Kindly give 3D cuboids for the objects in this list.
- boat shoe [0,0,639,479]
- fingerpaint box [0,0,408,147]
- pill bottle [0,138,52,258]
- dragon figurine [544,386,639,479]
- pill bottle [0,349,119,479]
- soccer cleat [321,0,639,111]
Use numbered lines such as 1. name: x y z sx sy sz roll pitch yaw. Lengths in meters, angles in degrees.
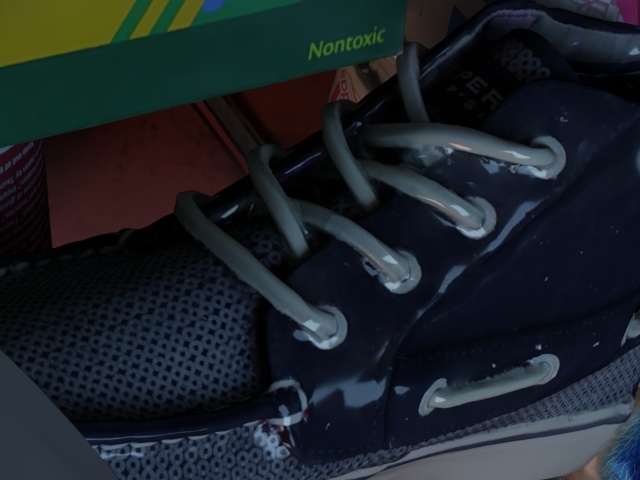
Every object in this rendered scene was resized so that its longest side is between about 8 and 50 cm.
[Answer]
1. boat shoe: 0.000 0.000 0.564 0.341 0.127 0.158 -7 132 -46
2. fingerpaint box: -0.172 -0.190 0.379 0.445 0.163 0.371 -16 128 -33
3. pill bottle: -0.132 -0.007 0.609 0.086 0.086 0.152 -22 131 -29
4. dragon figurine: 0.183 0.110 0.978 0.144 0.085 0.289 -51 138 1
5. pill bottle: -0.219 0.178 0.374 0.407 0.229 0.229 -48 140 8
6. soccer cleat: 0.058 -0.099 0.694 0.143 0.116 0.331 -11 120 8
